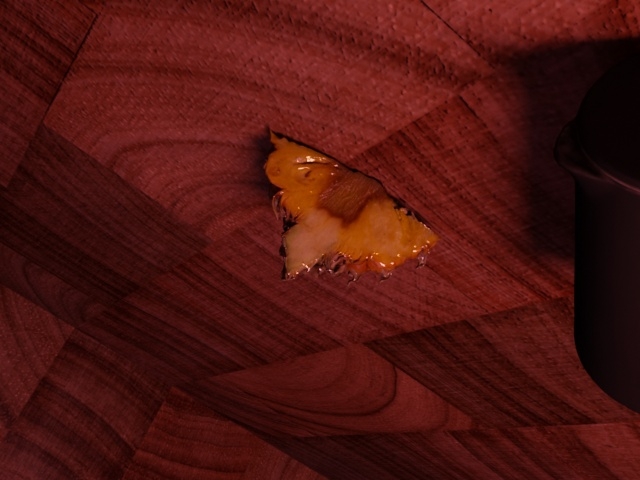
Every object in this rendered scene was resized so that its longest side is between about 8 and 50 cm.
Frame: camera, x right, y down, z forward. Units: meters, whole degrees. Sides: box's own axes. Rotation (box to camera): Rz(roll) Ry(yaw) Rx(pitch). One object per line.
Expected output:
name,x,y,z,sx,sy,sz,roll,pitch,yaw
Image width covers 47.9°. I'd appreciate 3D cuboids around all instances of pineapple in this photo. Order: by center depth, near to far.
pineapple,0.005,0.003,0.920,0.250,0.164,0.140,26,159,-6

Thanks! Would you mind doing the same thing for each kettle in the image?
kettle,0.347,0.005,0.609,0.262,0.203,0.308,11,145,29
